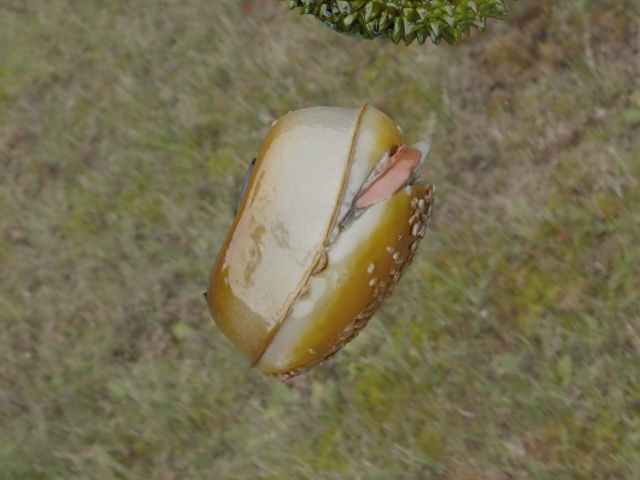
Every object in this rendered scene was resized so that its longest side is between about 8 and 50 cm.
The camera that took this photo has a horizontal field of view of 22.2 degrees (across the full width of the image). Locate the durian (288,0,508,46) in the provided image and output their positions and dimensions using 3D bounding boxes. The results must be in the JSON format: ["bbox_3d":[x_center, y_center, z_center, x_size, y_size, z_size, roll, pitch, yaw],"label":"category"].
[{"bbox_3d":[0.059,-0.278,1.395,0.291,0.291,0.225,41,117,37],"label":"durian"}]

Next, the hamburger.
[{"bbox_3d":[-0.001,0.002,1.277,0.147,0.237,0.237,24,79,1],"label":"hamburger"}]
